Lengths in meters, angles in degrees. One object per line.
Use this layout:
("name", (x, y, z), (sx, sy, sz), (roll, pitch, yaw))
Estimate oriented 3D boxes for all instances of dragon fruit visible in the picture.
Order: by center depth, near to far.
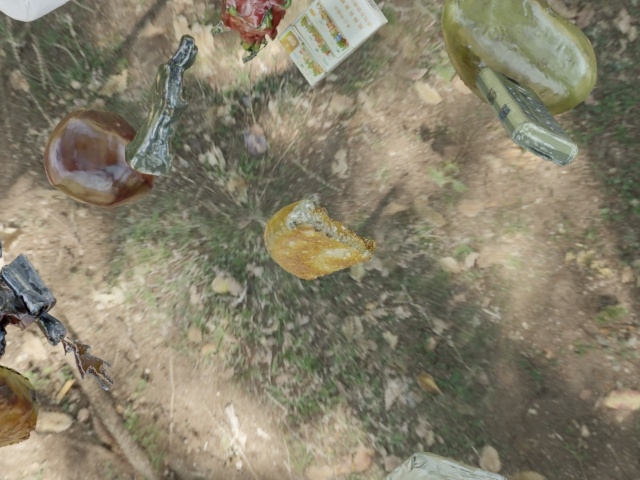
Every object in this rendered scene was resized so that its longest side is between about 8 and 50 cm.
("dragon fruit", (-0.138, -0.437, 1.683), (0.137, 0.236, 0.135), (12, 53, -17))

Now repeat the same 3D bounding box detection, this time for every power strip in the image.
("power strip", (0.273, -0.179, 1.194), (0.092, 0.268, 0.034), (23, 115, -15))

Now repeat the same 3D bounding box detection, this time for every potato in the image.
("potato", (0.333, -0.327, 1.497), (0.307, 0.210, 0.173), (36, 67, -28))

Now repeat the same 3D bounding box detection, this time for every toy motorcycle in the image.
("toy motorcycle", (-0.437, 0.064, 1.133), (0.401, 0.134, 0.207), (35, 64, 10))

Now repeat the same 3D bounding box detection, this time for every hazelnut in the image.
("hazelnut", (-0.378, -0.142, 1.502), (0.178, 0.204, 0.178), (-7, 79, 39))

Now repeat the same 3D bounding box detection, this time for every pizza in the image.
("pizza", (0.000, 0.000, 1.755), (0.226, 0.335, 0.086), (4, 67, 1))

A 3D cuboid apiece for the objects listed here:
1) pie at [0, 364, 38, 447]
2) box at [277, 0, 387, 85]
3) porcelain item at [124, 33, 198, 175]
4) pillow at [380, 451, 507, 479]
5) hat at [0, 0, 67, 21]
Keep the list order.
("pie", (-0.436, 0.180, 0.868), (0.308, 0.308, 0.085), (-7, 80, -4))
("box", (0.019, -0.402, 1.664), (0.122, 0.220, 0.032), (54, 45, -3))
("porcelain item", (-0.229, -0.207, 1.306), (0.069, 0.081, 0.215), (11, 116, -27))
("pillow", (0.208, 0.412, 1.474), (0.208, 0.053, 0.119), (23, 121, -26))
("hat", (-0.341, -0.339, 1.030), (0.203, 0.203, 0.126), (42, 66, -4))
